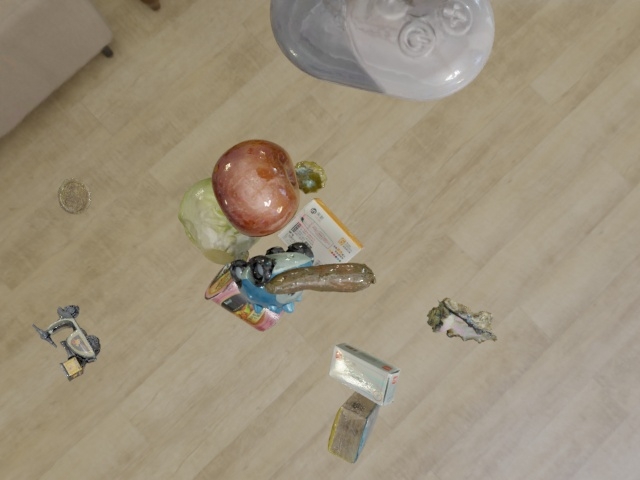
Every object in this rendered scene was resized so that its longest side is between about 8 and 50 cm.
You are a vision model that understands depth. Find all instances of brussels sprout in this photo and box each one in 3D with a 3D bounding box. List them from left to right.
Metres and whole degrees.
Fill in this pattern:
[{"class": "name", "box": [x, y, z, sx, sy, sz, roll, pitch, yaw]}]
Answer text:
[{"class": "brussels sprout", "box": [-0.314, -0.070, 1.491, 0.274, 0.316, 0.243, 43, 129, -8]}]

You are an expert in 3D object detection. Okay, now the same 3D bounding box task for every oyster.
[{"class": "oyster", "box": [0.398, 0.238, 1.339, 0.198, 0.260, 0.092, -1, 68, 39]}]

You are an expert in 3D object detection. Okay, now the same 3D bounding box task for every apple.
[{"class": "apple", "box": [-0.124, -0.110, 0.955, 0.162, 0.201, 0.201, -24, 86, 6]}]

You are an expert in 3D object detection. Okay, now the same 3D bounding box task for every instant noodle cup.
[{"class": "instant noodle cup", "box": [-0.265, 0.203, 1.749, 0.244, 0.244, 0.255, -47, 110, -5]}]

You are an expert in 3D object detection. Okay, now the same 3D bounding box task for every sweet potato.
[{"class": "sweet potato", "box": [-0.001, 0.088, 1.068, 0.274, 0.075, 0.075, -1, 84, -23]}]

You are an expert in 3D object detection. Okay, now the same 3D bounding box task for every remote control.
[{"class": "remote control", "box": [0.090, -0.324, 0.685, 0.333, 0.103, 0.220, 13, 82, 3]}]

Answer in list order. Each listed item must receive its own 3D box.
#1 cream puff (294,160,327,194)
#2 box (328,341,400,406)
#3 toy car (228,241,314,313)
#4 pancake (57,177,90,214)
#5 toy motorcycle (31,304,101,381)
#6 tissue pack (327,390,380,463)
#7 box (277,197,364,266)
[{"class": "cream puff", "box": [-0.046, -0.266, 1.895, 0.147, 0.116, 0.146, 1, 123, 1]}, {"class": "box", "box": [0.160, 0.493, 1.727, 0.270, 0.079, 0.134, 18, 104, 40]}, {"class": "toy car", "box": [-0.128, 0.117, 1.320, 0.189, 0.255, 0.189, -18, 93, -41]}, {"class": "pancake", "box": [-0.726, -0.130, 1.369, 0.115, 0.011, 0.114, 2, 100, 10]}, {"class": "toy motorcycle", "box": [-0.892, 0.349, 1.655, 0.157, 0.091, 0.263, -31, 72, -33]}, {"class": "tissue pack", "box": [0.136, 0.718, 1.832, 0.134, 0.271, 0.192, 18, 93, 19]}, {"class": "box", "box": [0.000, 0.000, 1.798, 0.221, 0.091, 0.273, -42, 87, 16]}]
